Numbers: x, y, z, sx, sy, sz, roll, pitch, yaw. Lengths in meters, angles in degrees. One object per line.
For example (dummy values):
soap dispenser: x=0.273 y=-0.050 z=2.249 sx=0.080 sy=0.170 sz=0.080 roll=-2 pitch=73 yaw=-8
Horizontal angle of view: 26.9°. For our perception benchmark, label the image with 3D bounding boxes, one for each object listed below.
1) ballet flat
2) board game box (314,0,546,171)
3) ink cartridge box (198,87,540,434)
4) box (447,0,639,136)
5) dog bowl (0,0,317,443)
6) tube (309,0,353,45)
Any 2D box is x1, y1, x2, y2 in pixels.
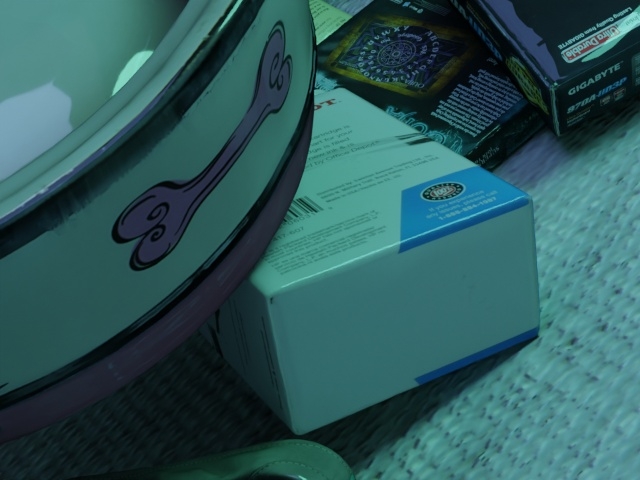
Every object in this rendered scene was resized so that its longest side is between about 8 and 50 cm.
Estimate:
ballet flat: x=-0.079 y=0.142 z=0.660 sx=0.213 sy=0.072 sz=0.068 roll=-12 pitch=10 yaw=23
board game box: x=0.067 y=-0.103 z=0.873 sx=0.126 sy=0.026 sz=0.186 roll=-39 pitch=42 yaw=-14
ink cartridge box: x=0.000 y=0.000 z=0.724 sx=0.148 sy=0.086 sz=0.203 roll=-21 pitch=29 yaw=-19
box: x=0.188 y=-0.185 z=0.818 sx=0.220 sy=0.051 sz=0.175 roll=-28 pitch=58 yaw=-4
dog bowl: x=-0.185 y=-0.073 z=0.654 sx=0.408 sy=0.150 sz=0.408 roll=-12 pitch=47 yaw=13
tube: x=-0.051 y=-0.168 z=0.999 sx=0.240 sy=0.062 sz=0.070 roll=34 pitch=108 yaw=27
